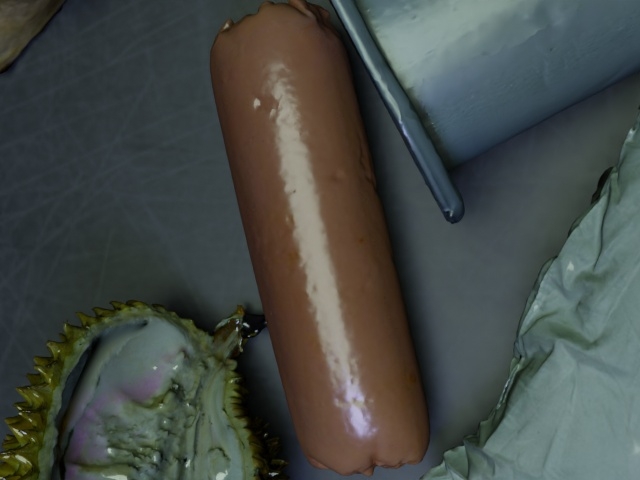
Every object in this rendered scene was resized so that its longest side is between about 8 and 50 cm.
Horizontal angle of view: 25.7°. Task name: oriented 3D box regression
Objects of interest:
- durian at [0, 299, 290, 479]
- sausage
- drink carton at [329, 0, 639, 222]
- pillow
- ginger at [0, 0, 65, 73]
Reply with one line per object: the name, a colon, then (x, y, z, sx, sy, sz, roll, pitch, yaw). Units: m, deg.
durian: (-0.113, 0.142, 0.845, 0.193, 0.237, 0.138, 42, 142, -11)
sausage: (-0.001, -0.001, 0.839, 0.086, 0.086, 0.289, -13, 91, 12)
drink carton: (0.105, -0.131, 0.781, 0.189, 0.185, 0.191, -27, 83, 0)
pillow: (0.238, 0.116, 0.766, 0.310, 0.138, 0.283, 34, 106, 11)
ginger: (-0.215, -0.172, 0.875, 0.115, 0.122, 0.193, 29, 103, -10)
